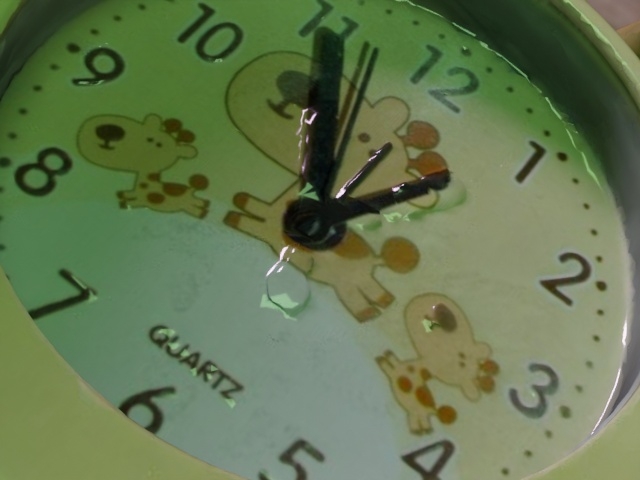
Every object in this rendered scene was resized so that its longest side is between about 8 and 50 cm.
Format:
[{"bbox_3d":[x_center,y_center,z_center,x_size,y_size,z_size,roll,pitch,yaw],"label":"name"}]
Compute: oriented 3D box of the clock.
[{"bbox_3d":[0.000,0.000,0.433,0.235,0.096,0.308,36,56,9],"label":"clock"}]
